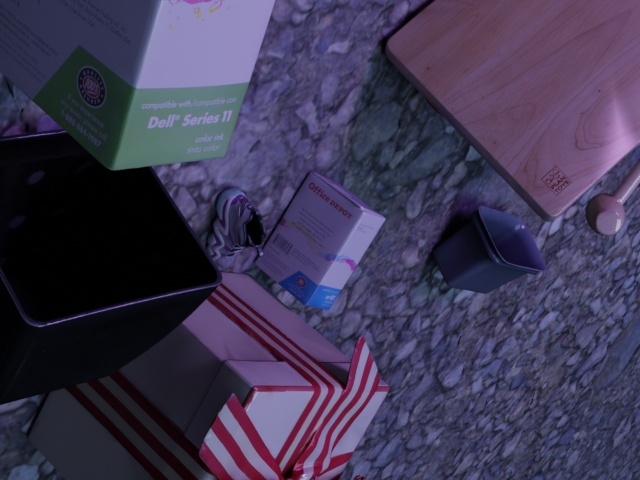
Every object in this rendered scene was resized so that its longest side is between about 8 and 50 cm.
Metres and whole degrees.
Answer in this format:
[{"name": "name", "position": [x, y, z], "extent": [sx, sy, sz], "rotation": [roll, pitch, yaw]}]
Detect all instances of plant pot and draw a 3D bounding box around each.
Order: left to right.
[{"name": "plant pot", "position": [-0.228, 0.031, 1.183], "extent": [0.188, 0.187, 0.167], "rotation": [-13, 149, -40]}]

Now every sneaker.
[{"name": "sneaker", "position": [-0.081, 0.002, 1.430], "extent": [0.038, 0.069, 0.098], "rotation": [-25, 139, -35]}]

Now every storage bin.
[{"name": "storage bin", "position": [0.209, 0.015, 1.791], "extent": [0.091, 0.098, 0.135], "rotation": [-33, 156, 25]}]

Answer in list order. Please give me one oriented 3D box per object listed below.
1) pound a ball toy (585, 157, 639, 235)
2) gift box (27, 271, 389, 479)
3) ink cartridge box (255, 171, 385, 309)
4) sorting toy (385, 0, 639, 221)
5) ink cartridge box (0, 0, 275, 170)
[{"name": "pound a ball toy", "position": [0.343, -0.190, 1.645], "extent": [0.319, 0.208, 0.136], "rotation": [-56, -176, 6]}, {"name": "gift box", "position": [-0.102, 0.168, 1.394], "extent": [0.255, 0.258, 0.276], "rotation": [0, 123, -51]}, {"name": "ink cartridge box", "position": [0.000, 0.000, 1.508], "extent": [0.052, 0.088, 0.122], "rotation": [15, 110, -55]}, {"name": "sorting toy", "position": [0.243, -0.184, 1.502], "extent": [0.257, 0.255, 0.089], "rotation": [-41, 171, -12]}, {"name": "ink cartridge box", "position": [-0.119, -0.254, 1.003], "extent": [0.119, 0.207, 0.353], "rotation": [-9, 129, -45]}]
